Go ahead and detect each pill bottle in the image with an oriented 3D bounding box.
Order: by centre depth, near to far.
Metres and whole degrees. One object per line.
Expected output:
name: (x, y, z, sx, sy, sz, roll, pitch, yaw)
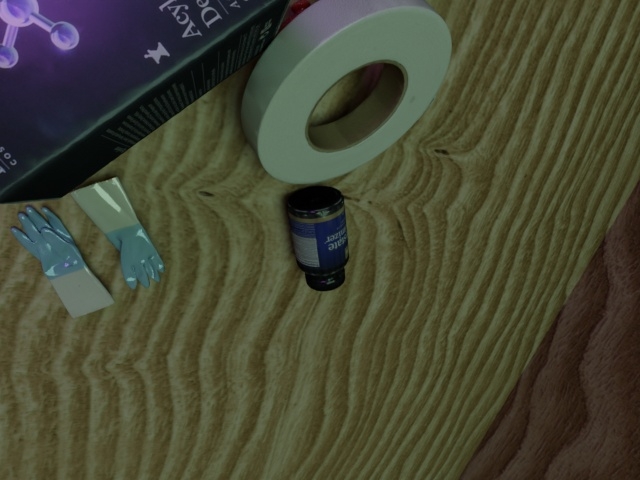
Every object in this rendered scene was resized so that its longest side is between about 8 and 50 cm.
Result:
pill bottle: (0.000, 0.000, 0.974, 0.123, 0.123, 0.219, -22, 125, -20)

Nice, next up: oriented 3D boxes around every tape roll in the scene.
tape roll: (0.050, -0.251, 0.775, 0.392, 0.072, 0.392, -28, 159, -12)

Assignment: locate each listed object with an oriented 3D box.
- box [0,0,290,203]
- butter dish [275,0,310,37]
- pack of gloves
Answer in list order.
box: (-0.285, -0.277, 0.521, 0.396, 0.212, 0.293, -39, 104, -5)
butter dish: (-0.020, -0.356, 0.767, 0.160, 0.160, 0.118, -22, 101, -24)
pack of gloves: (-0.409, 0.011, 0.796, 0.195, 0.046, 0.231, -20, 122, -7)
